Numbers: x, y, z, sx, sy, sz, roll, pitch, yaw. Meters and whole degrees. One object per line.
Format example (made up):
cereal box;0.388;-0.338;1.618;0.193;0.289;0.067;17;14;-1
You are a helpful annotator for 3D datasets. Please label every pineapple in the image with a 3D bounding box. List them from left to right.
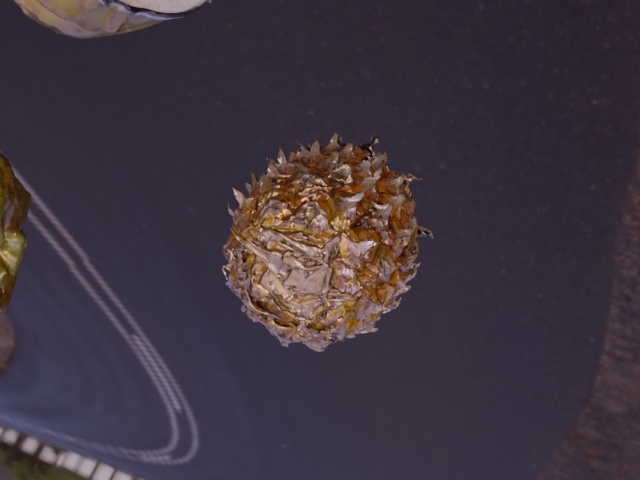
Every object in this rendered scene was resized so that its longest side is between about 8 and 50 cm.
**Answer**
pineapple;0.002;0.002;1.597;0.352;0.352;0.300;24;-158;6

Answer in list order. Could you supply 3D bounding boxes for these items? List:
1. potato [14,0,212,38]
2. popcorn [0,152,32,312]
potato;-0.199;-0.287;0.765;0.246;0.300;0.196;-9;174;-43
popcorn;-0.474;0.005;1.095;0.247;0.282;0.282;16;169;-26
